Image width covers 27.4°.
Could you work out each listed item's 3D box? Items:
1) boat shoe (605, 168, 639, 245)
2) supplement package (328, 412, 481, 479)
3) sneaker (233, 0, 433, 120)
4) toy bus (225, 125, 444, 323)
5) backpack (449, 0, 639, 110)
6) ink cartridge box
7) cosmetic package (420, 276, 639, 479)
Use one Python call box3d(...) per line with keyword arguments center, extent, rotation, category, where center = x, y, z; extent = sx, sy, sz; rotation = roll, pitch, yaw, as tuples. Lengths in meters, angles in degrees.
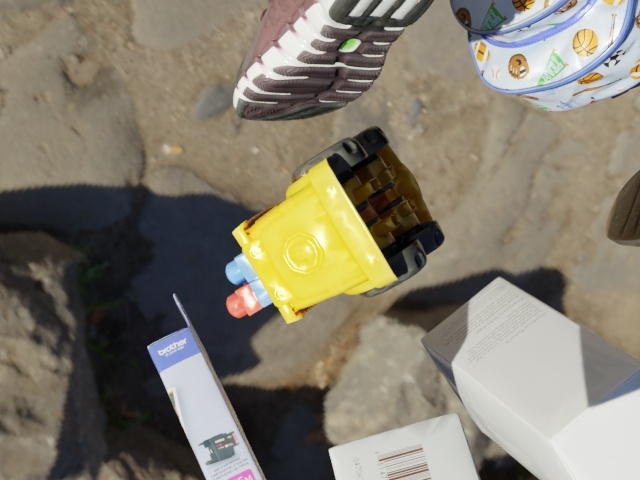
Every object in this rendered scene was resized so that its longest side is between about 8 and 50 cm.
box3d(center=(0.476, -0.041, 1.580), extent=(0.110, 0.341, 0.122), rotation=(28, 71, -18), category="boat shoe")
box3d(center=(0.081, 0.237, 0.999), extent=(0.105, 0.105, 0.179), rotation=(-16, 129, 1), category="supplement package")
box3d(center=(0.002, -0.215, 1.072), extent=(0.106, 0.162, 0.281), rotation=(1, 160, -28), category="sneaker")
box3d(center=(0.000, 0.000, 1.352), extent=(0.211, 0.149, 0.220), rotation=(-32, -178, 22), category="toy bus")
box3d(center=(0.272, -0.287, 1.485), extent=(0.213, 0.263, 0.276), rotation=(2, 162, -44), category="backpack")
box3d(center=(-0.108, 0.227, 1.447), extent=(0.065, 0.311, 0.186), rotation=(-24, 145, -5), category="ink cartridge box")
box3d(center=(0.299, 0.208, 1.675), extent=(0.155, 0.365, 0.197), rotation=(-38, 116, -8), category="cosmetic package")
